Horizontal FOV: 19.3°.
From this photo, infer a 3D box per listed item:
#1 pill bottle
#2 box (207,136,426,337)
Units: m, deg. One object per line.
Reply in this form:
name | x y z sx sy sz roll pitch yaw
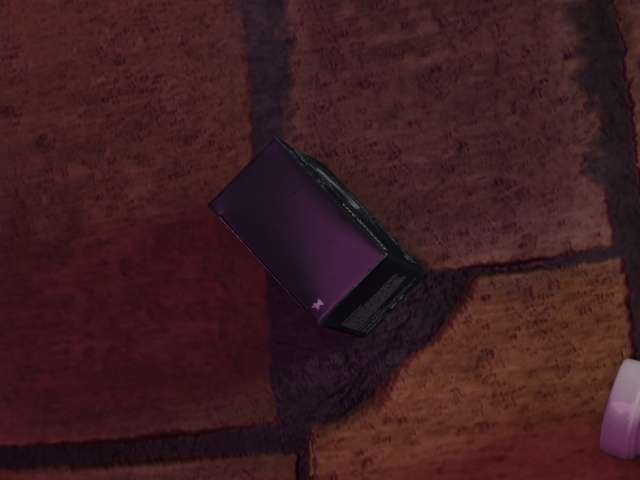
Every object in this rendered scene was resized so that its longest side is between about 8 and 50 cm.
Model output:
pill bottle | 0.354 0.169 1.620 0.208 0.117 0.117 15 88 18
box | 0.000 0.000 1.729 0.093 0.158 0.156 -45 74 7
